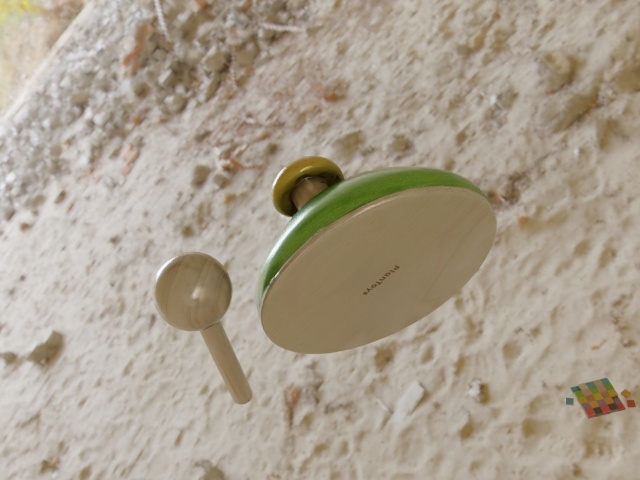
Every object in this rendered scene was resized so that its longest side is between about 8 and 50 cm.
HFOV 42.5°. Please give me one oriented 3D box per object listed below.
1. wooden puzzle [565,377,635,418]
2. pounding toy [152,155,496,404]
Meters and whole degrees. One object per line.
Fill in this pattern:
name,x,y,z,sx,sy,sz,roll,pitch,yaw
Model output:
wooden puzzle,0.344,0.194,1.017,0.083,0.006,0.049,-12,40,-6
pounding toy,0.000,0.000,0.607,0.237,0.183,0.110,-26,57,-2
